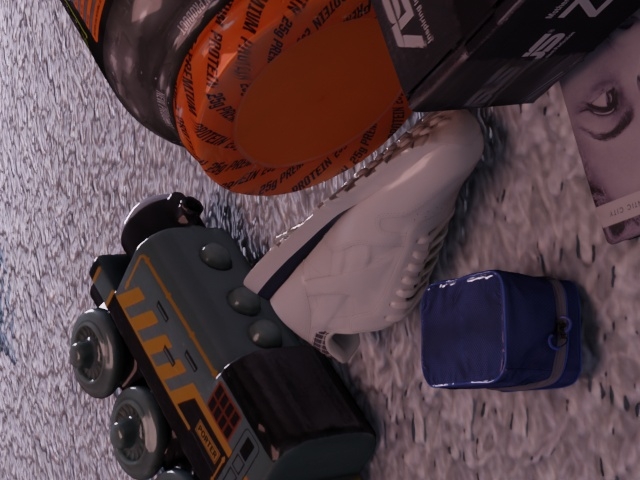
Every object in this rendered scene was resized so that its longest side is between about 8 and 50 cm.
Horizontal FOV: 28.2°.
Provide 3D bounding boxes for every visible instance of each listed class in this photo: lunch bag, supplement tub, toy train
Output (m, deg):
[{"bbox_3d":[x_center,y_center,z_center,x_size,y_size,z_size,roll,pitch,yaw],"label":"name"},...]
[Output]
[{"bbox_3d":[0.111,0.054,0.746,0.098,0.065,0.067,-14,72,60],"label":"lunch bag"},{"bbox_3d":[-0.077,-0.202,0.827,0.338,0.207,0.207,57,143,30],"label":"supplement tub"},{"bbox_3d":[-0.087,0.113,1.028,0.334,0.142,0.190,56,130,35],"label":"toy train"}]

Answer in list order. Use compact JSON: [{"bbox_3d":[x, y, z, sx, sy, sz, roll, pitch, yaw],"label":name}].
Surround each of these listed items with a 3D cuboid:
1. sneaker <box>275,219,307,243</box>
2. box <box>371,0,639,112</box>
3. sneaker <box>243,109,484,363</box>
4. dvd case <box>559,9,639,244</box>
[{"bbox_3d":[0.000,0.000,0.944,0.037,0.032,0.083,61,150,-2],"label":"sneaker"},{"bbox_3d":[0.092,-0.309,0.612,0.318,0.097,0.395,-44,59,56],"label":"box"},{"bbox_3d":[0.044,-0.002,0.832,0.095,0.090,0.235,50,140,3],"label":"sneaker"},{"bbox_3d":[0.170,-0.123,0.636,0.164,0.018,0.221,-26,78,57],"label":"dvd case"}]
